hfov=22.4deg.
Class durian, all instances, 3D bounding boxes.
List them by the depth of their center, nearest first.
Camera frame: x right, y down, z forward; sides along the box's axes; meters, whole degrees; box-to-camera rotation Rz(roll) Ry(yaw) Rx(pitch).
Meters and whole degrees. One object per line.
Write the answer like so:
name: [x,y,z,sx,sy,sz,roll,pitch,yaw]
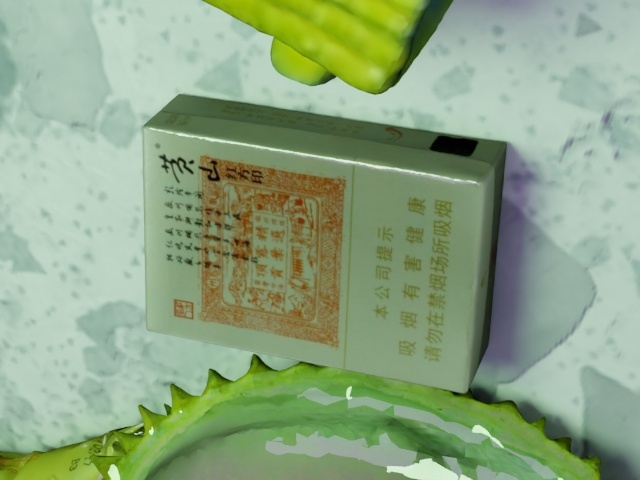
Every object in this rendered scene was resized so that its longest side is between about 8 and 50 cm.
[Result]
durian: [0.031,0.171,0.934,0.355,0.169,0.158,10,116,6]

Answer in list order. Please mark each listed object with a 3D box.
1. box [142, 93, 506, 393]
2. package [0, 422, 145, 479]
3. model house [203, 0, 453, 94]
box: [0.000,0.000,0.926,0.201,0.058,0.141,11,119,15]
package: [-0.168,0.194,1.064,0.226,0.090,0.168,-13,108,27]
model house: [-0.006,-0.222,0.734,0.237,0.215,0.303,29,125,3]
